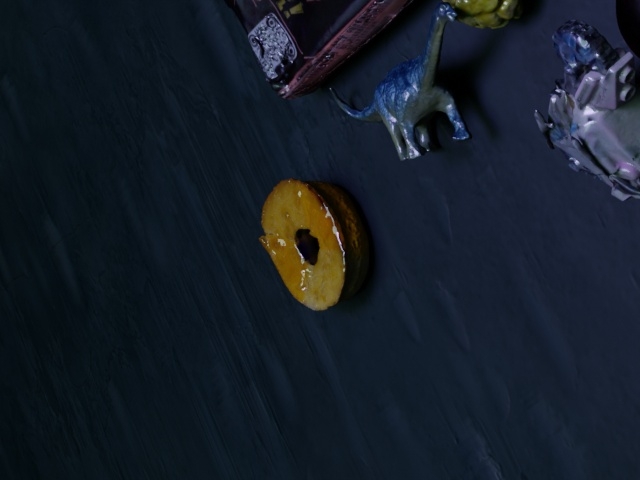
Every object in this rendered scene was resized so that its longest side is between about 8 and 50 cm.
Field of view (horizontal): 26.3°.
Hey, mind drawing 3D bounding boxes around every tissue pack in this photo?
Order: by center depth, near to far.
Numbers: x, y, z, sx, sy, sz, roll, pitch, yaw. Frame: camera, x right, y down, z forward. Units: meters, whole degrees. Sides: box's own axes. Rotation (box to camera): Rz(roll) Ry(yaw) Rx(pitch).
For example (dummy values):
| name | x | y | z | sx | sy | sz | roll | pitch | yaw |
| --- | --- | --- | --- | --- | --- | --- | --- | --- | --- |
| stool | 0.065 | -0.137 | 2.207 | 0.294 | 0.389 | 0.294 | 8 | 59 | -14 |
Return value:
| name | x | y | z | sx | sy | sz | roll | pitch | yaw |
| --- | --- | --- | --- | --- | --- | --- | --- | --- | --- |
| tissue pack | -0.001 | -0.355 | 1.790 | 0.332 | 0.123 | 0.245 | -39 | 74 | 54 |

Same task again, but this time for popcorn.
| name | x | y | z | sx | sy | sz | roll | pitch | yaw |
| --- | --- | --- | --- | --- | --- | --- | --- | --- | --- |
| popcorn | 0.186 | -0.304 | 1.572 | 0.116 | 0.120 | 0.106 | -55 | 13 | 16 |

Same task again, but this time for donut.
| name | x | y | z | sx | sy | sz | roll | pitch | yaw |
| --- | --- | --- | --- | --- | --- | --- | --- | --- | --- |
| donut | 0.000 | 0.001 | 1.922 | 0.190 | 0.074 | 0.174 | 55 | 137 | 22 |

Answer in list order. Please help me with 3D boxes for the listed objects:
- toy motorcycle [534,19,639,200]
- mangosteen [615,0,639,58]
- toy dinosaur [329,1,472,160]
| name | x | y | z | sx | sy | sz | roll | pitch | yaw |
| --- | --- | --- | --- | --- | --- | --- | --- | --- | --- |
| toy motorcycle | 0.321 | -0.108 | 1.409 | 0.108 | 0.239 | 0.204 | -48 | 61 | 1 |
| mangosteen | 0.361 | -0.235 | 1.330 | 0.152 | 0.152 | 0.153 | 19 | 114 | 50 |
| toy dinosaur | 0.111 | -0.170 | 1.697 | 0.147 | 0.076 | 0.363 | 71 | 160 | 5 |
